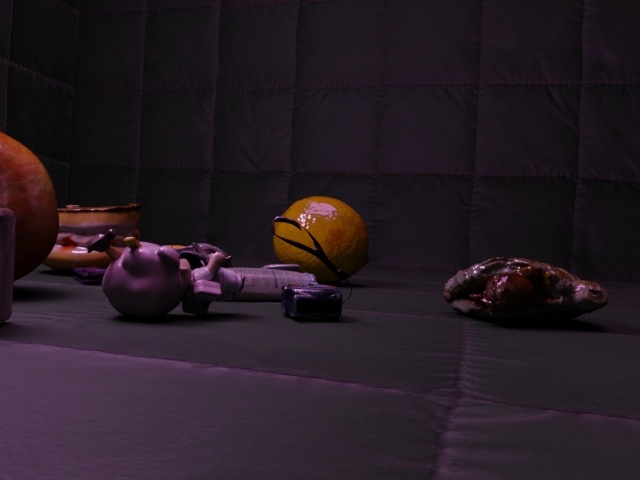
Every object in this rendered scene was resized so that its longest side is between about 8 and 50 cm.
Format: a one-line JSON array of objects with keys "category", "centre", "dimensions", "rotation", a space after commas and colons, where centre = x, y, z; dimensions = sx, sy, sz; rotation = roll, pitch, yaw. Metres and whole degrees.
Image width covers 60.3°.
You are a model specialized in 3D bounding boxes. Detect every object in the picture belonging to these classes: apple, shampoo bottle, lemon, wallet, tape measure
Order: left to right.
[{"category": "apple", "centre": [-0.601, -0.048, 0.924], "dimensions": [0.302, 0.301, 0.301], "rotation": [3, 0, 0]}, {"category": "wallet", "centre": [-0.493, 0.078, 1.255], "dimensions": [0.111, 0.030, 0.166], "rotation": [2, 0, -33]}, {"category": "shampoo bottle", "centre": [-0.110, 0.087, 1.071], "dimensions": [0.213, 0.049, 0.072], "rotation": [6, 39, -24]}, {"category": "tape measure", "centre": [-0.021, 0.042, 0.867], "dimensions": [0.104, 0.179, 0.107], "rotation": [-14, 7, -19]}, {"category": "lemon", "centre": [0.001, -0.001, 1.549], "dimensions": [0.268, 0.266, 0.267], "rotation": [3, 0, 0]}]

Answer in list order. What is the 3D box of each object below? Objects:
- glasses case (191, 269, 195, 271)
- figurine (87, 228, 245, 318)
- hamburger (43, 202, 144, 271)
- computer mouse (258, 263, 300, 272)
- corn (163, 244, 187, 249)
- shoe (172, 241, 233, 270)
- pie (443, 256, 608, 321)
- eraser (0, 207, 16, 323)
[{"category": "glasses case", "centre": [-0.176, 0.087, 1.125], "dimensions": [0.197, 0.050, 0.083], "rotation": [3, -2, -27]}, {"category": "figurine", "centre": [-0.221, 0.060, 0.795], "dimensions": [0.229, 0.111, 0.137], "rotation": [11, -32, -35]}, {"category": "hamburger", "centre": [-0.597, -0.005, 1.461], "dimensions": [0.261, 0.186, 0.303], "rotation": [2, 9, 24]}, {"category": "computer mouse", "centre": [-0.111, 0.088, 1.315], "dimensions": [0.089, 0.056, 0.182], "rotation": [5, -9, -22]}, {"category": "corn", "centre": [-0.403, 0.059, 1.714], "dimensions": [0.249, 0.081, 0.081], "rotation": [5, 1, 32]}, {"category": "shoe", "centre": [-0.282, 0.053, 1.267], "dimensions": [0.228, 0.099, 0.126], "rotation": [-4, -3, -45]}, {"category": "pie", "centre": [0.362, 0.094, 0.996], "dimensions": [0.275, 0.105, 0.257], "rotation": [4, -9, -11]}, {"category": "eraser", "centre": [-0.530, 0.023, 0.598], "dimensions": [0.344, 0.143, 0.078], "rotation": [2, 2, -18]}]
